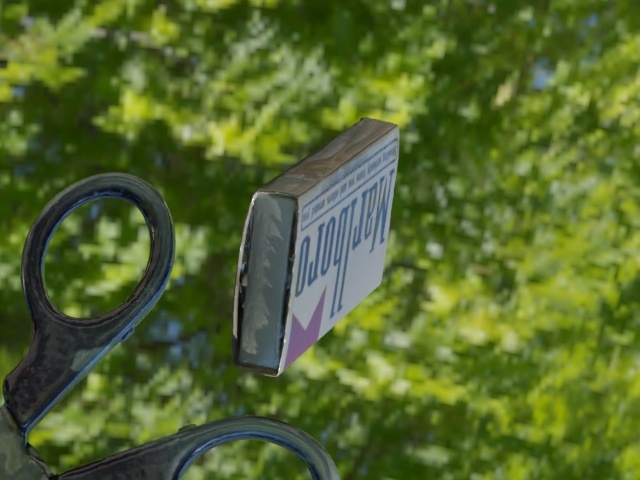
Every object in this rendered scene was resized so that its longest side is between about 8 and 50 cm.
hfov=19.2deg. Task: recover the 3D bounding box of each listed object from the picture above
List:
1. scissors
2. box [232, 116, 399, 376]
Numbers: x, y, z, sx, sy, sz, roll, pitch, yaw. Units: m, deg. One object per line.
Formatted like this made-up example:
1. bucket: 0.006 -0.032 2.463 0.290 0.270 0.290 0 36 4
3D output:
1. scissors: -0.204 0.145 1.074 0.383 0.029 0.256 -30 -101 -7
2. box: 0.000 0.000 1.149 0.036 0.115 0.177 15 -159 18
